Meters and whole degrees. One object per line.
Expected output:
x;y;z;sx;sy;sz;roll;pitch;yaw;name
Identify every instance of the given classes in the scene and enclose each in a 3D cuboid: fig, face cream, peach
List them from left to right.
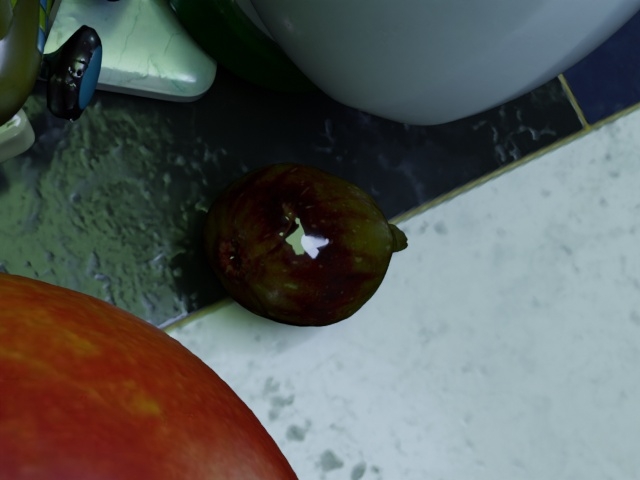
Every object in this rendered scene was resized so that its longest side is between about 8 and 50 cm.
-0.164;0.203;0.995;0.388;0.388;0.388;4;77;-16;peach
0.000;0.000;1.219;0.155;0.103;0.109;-14;82;-47;fig
0.070;-0.224;1.124;0.219;0.357;0.312;14;75;-33;face cream

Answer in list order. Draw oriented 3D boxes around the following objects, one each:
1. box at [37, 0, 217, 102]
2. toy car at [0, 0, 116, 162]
-0.127;-0.236;1.259;0.142;0.044;0.285;8;76;-11;box
-0.222;-0.182;1.110;0.204;0.198;0.247;17;76;5;toy car
